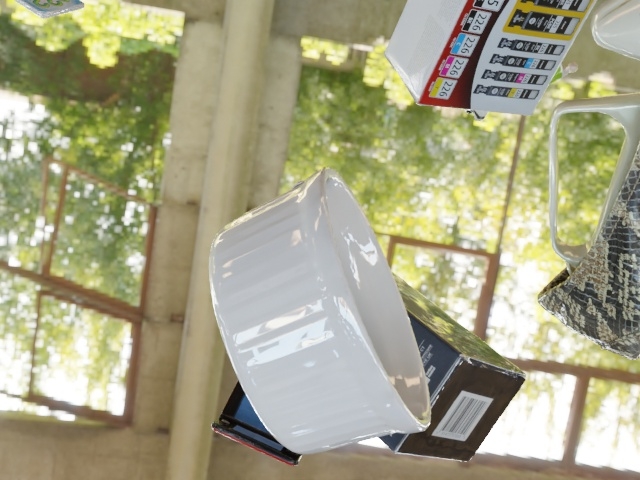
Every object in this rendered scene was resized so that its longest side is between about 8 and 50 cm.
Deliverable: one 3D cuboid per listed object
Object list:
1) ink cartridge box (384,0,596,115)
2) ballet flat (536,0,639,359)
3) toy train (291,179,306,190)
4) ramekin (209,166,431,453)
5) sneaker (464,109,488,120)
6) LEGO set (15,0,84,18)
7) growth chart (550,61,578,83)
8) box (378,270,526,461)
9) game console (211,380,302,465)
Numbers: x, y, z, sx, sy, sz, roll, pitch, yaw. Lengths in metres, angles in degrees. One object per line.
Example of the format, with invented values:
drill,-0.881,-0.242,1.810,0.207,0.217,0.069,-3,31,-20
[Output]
ink cartridge box,0.278,-0.333,1.329,0.271,0.309,0.130,0,-137,-28
ballet flat,0.308,-0.112,0.910,0.182,0.483,0.164,22,-151,18
toy train,0.000,0.000,1.473,0.080,0.184,0.105,-29,178,-33
ramekin,-0.001,0.079,0.985,0.135,0.277,0.277,-22,-175,11
sneaker,0.217,-0.205,1.431,0.031,0.037,0.083,-1,-140,-29
LEGO set,-0.305,-0.338,1.128,0.182,0.060,0.244,34,-149,10
growth chart,0.289,-0.331,1.584,0.021,0.237,0.172,-42,-177,-32
box,0.136,0.210,1.859,0.395,0.212,0.293,38,-171,35
game console,-0.083,0.277,1.516,0.144,0.085,0.124,23,176,4
